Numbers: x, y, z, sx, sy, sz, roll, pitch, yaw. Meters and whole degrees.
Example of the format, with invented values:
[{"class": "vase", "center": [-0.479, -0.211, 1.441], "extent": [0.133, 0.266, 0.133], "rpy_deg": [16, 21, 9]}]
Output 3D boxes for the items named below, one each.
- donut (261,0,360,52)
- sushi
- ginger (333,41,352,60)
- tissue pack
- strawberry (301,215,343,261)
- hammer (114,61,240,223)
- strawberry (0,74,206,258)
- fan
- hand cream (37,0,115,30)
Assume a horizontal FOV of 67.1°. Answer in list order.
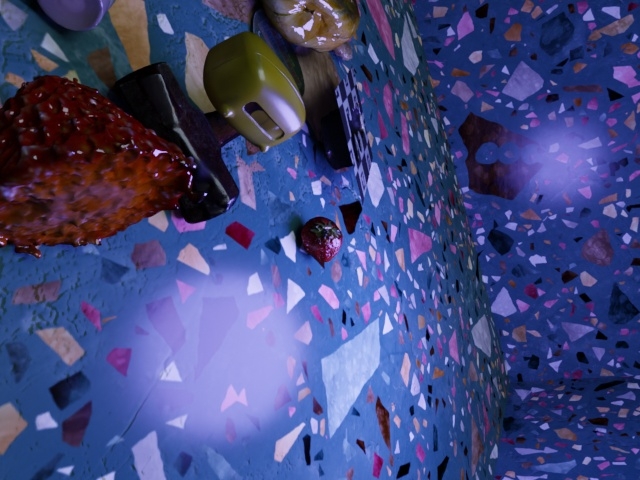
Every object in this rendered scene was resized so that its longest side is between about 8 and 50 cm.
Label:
[{"class": "donut", "center": [-0.037, -0.639, 1.200], "extent": [0.360, 0.170, 0.360], "rpy_deg": [42, 37, -43]}, {"class": "sushi", "center": [0.052, -0.293, 1.315], "extent": [0.373, 0.100, 0.296], "rpy_deg": [-72, 149, -59]}, {"class": "ginger", "center": [0.049, -0.606, 1.465], "extent": [0.173, 0.051, 0.069], "rpy_deg": [35, 46, -54]}, {"class": "tissue pack", "center": [-0.103, -0.234, 0.792], "extent": [0.178, 0.123, 0.127], "rpy_deg": [39, 33, -57]}, {"class": "strawberry", "center": [0.001, 0.000, 1.096], "extent": [0.106, 0.106, 0.106], "rpy_deg": [32, 51, -52]}, {"class": "hammer", "center": [-0.169, -0.216, 0.876], "extent": [0.242, 0.095, 0.409], "rpy_deg": [66, 28, -19]}, {"class": "strawberry", "center": [-0.267, -0.104, 0.543], "extent": [0.234, 0.234, 0.177], "rpy_deg": [2, 62, -61]}, {"class": "fan", "center": [-0.101, -0.407, 1.156], "extent": [0.223, 0.012, 0.294], "rpy_deg": [39, 46, -50]}, {"class": "hand cream", "center": [-0.330, -0.403, 0.690], "extent": [0.133, 0.083, 0.247], "rpy_deg": [49, 29, -43]}]
